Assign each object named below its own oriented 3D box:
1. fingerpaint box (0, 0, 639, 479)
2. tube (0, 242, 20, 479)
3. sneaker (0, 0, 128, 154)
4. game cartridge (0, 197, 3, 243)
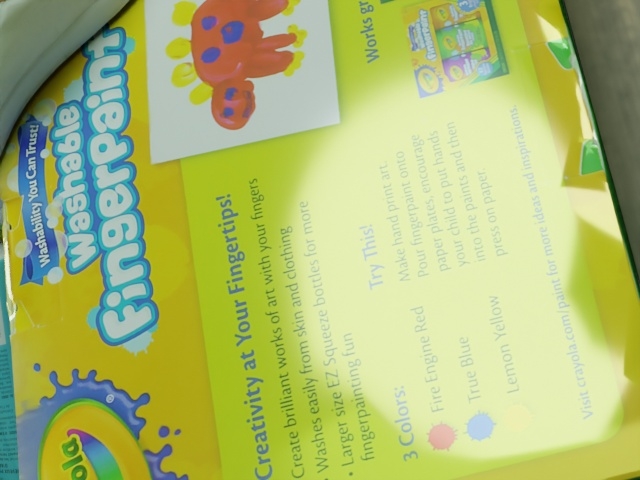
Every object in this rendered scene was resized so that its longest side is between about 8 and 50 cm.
[{"bbox_3d":[0.000,0.000,1.005,0.371,0.163,0.445,-16,62,10],"label":"fingerpaint box"},{"bbox_3d":[-0.212,0.106,1.036,0.080,0.052,0.207,4,106,22],"label":"tube"},{"bbox_3d":[-0.234,-0.114,0.975,0.106,0.123,0.290,33,82,28],"label":"sneaker"},{"bbox_3d":[-0.215,-0.008,1.155,0.083,0.017,0.056,32,75,25],"label":"game cartridge"}]
